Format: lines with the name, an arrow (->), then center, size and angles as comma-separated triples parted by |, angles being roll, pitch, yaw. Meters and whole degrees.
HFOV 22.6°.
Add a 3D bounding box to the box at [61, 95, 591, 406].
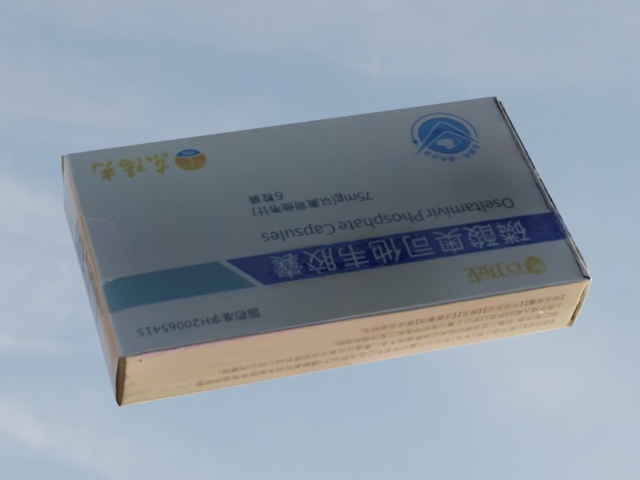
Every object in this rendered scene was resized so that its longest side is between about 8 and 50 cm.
box -> 0.000, 0.000, 1.169 | 0.343, 0.200, 0.065 | -9, -40, -16
